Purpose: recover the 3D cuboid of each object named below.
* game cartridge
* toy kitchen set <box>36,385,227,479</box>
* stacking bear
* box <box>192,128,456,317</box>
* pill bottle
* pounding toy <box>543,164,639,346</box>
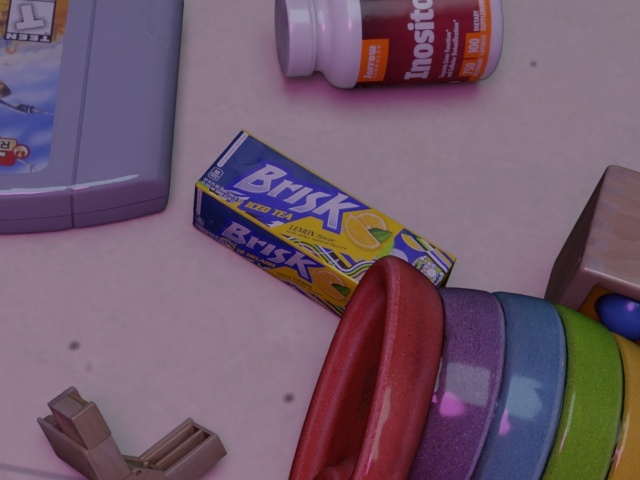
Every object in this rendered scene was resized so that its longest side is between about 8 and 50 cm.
[{"bbox_3d":[-0.245,-0.100,0.928,0.297,0.062,0.198,3,55,-6],"label":"game cartridge"},{"bbox_3d":[-0.117,0.109,0.817,0.075,0.083,0.068,-36,29,-25],"label":"toy kitchen set"},{"bbox_3d":[0.147,0.126,0.796,0.289,0.175,0.164,18,72,-9],"label":"stacking bear"},{"bbox_3d":[0.000,0.000,0.902,0.169,0.054,0.059,31,60,11],"label":"box"},{"bbox_3d":[0.047,-0.152,0.979,0.152,0.086,0.086,-5,61,-10],"label":"pill bottle"},{"bbox_3d":[0.243,0.031,0.829,0.181,0.206,0.094,20,59,4],"label":"pounding toy"}]
